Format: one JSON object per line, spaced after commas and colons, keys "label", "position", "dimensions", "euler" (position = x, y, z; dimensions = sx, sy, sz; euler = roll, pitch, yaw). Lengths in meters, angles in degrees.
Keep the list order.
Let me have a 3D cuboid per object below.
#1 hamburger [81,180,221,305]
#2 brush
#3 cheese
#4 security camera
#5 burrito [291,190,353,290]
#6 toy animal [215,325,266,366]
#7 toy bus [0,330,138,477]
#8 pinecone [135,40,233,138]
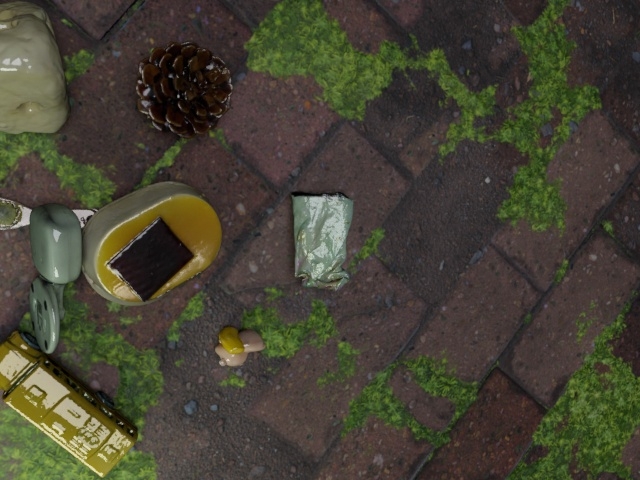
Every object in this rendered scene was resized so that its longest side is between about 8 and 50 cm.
{"label": "hamburger", "position": [-0.348, 0.006, 1.292], "dimensions": [0.295, 0.151, 0.227], "euler": [-31, 111, -23]}
{"label": "brush", "position": [-0.599, -0.048, 1.246], "dimensions": [0.313, 0.067, 0.071], "euler": [6, 92, -21]}
{"label": "cheese", "position": [-0.566, -0.339, 1.141], "dimensions": [0.174, 0.248, 0.251], "euler": [-7, 91, -19]}
{"label": "security camera", "position": [-0.522, 0.077, 1.224], "dimensions": [0.080, 0.157, 0.301], "euler": [-5, 112, -40]}
{"label": "burrito", "position": [0.000, 0.000, 1.439], "dimensions": [0.144, 0.089, 0.228], "euler": [2, 94, -5]}
{"label": "toy animal", "position": [-0.190, 0.243, 1.408], "dimensions": [0.114, 0.091, 0.081], "euler": [-6, 117, -47]}
{"label": "toy bus", "position": [-0.533, 0.336, 1.269], "dimensions": [0.121, 0.123, 0.335], "euler": [-46, 107, -10]}
{"label": "pinecone", "position": [-0.271, -0.309, 1.265], "dimensions": [0.208, 0.208, 0.207], "euler": [-2, 95, -18]}
